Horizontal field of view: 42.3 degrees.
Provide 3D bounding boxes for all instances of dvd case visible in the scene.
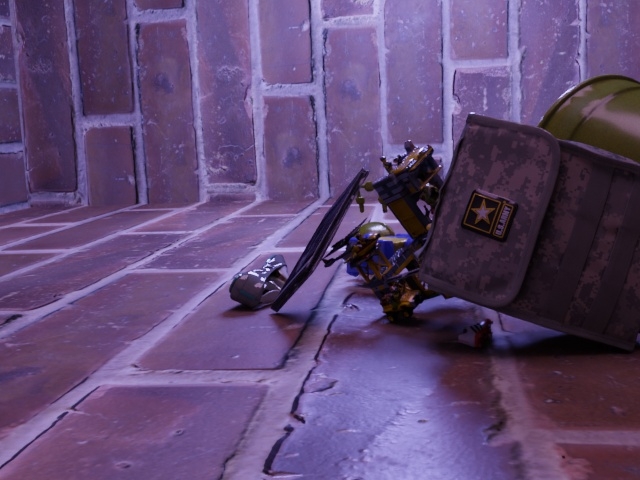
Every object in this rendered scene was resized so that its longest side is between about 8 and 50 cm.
[{"bbox_3d":[0.000,0.000,1.328,0.018,0.221,0.164,34,-35,-5],"label":"dvd case"}]

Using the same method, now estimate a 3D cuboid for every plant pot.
[{"bbox_3d":[0.583,-0.067,1.374,0.367,0.366,0.353,-7,22,-27],"label":"plant pot"}]

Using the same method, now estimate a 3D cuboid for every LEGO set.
[{"bbox_3d":[0.164,-0.052,1.283,0.331,0.192,0.255,-43,12,-28],"label":"LEGO set"}]

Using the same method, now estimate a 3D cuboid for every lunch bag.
[{"bbox_3d":[0.285,-0.017,1.068,0.287,0.235,0.169,16,7,-1],"label":"lunch bag"}]

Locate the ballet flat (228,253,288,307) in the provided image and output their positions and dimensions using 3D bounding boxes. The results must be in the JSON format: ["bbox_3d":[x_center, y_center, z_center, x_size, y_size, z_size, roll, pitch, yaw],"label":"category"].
[{"bbox_3d":[-0.091,0.077,1.447,0.068,0.072,0.213,28,17,12],"label":"ballet flat"}]

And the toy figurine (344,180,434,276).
[{"bbox_3d":[0.109,-0.009,1.547,0.217,0.191,0.363,-15,14,-38],"label":"toy figurine"}]

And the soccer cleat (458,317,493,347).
[{"bbox_3d":[0.209,0.123,1.109,0.036,0.029,0.083,6,15,24],"label":"soccer cleat"}]
